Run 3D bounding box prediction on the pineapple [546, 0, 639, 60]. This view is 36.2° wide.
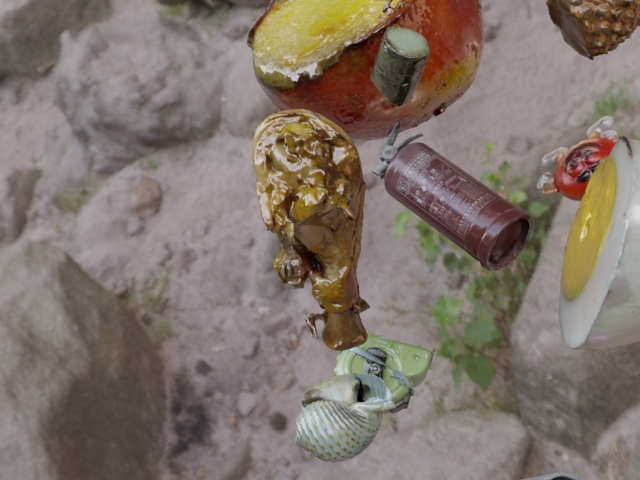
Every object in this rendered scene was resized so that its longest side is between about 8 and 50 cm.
[{"bbox_3d":[0.421,-0.333,1.202,0.277,0.119,0.130,-34,21,-2],"label":"pineapple"}]

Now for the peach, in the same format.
[{"bbox_3d":[0.080,-0.343,1.698,0.416,0.353,0.339,-10,23,-28],"label":"peach"}]

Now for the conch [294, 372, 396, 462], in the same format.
[{"bbox_3d":[0.032,0.269,1.480,0.153,0.102,0.135,-11,40,-12],"label":"conch"}]

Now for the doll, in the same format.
[{"bbox_3d":[0.474,-0.137,1.776,0.183,0.085,0.217,-33,24,23],"label":"doll"}]

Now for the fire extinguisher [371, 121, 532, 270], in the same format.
[{"bbox_3d":[0.176,-0.071,1.403,0.105,0.105,0.269,-45,56,-7],"label":"fire extinguisher"}]

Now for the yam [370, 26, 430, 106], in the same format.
[{"bbox_3d":[0.101,-0.227,1.294,0.069,0.146,0.070,3,68,-7],"label":"yam"}]

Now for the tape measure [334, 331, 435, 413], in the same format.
[{"bbox_3d":[0.102,0.242,1.780,0.177,0.087,0.154,16,63,11],"label":"tape measure"}]

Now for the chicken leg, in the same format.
[{"bbox_3d":[0.001,-0.001,0.771,0.085,0.208,0.101,-12,22,2],"label":"chicken leg"}]

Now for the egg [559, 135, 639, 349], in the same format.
[{"bbox_3d":[0.499,0.020,1.488,0.200,0.337,0.337,11,58,3],"label":"egg"}]

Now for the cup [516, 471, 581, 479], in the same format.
[{"bbox_3d":[0.297,0.510,1.626,0.312,0.205,0.206,-25,42,43],"label":"cup"}]
